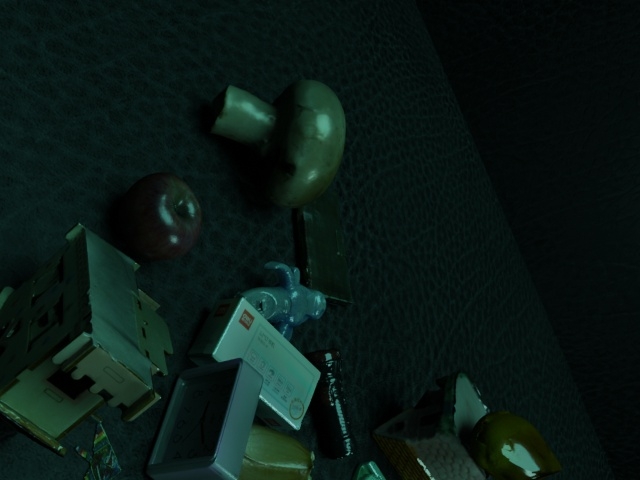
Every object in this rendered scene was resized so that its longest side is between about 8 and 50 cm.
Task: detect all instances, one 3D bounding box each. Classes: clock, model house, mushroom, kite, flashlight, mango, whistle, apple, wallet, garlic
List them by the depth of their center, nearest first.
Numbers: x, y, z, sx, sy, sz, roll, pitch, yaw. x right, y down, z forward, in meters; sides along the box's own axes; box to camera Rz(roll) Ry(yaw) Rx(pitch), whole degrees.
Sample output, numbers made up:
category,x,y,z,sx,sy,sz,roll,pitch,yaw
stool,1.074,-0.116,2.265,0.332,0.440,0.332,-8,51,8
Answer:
category,x,y,z,sx,sy,sz,roll,pitch,yaw
model house,-0.336,0.154,0.900,0.169,0.244,0.326,52,2,-33
kite,-0.327,0.327,1.029,0.090,0.004,0.122,46,38,-37
clock,-0.186,0.296,1.133,0.063,0.150,0.197,52,35,-34
apple,-0.278,-0.037,1.211,0.153,0.120,0.153,43,38,-47
garlic,-0.119,0.389,1.234,0.206,0.128,0.115,30,90,-40
whistle,-0.081,0.133,1.456,0.269,0.093,0.180,2,97,-57
flashlight,0.021,0.351,1.503,0.093,0.093,0.232,0,76,-58
mushroom,-0.100,-0.218,1.527,0.290,0.292,0.292,10,59,-20
clock,0.106,0.569,1.552,0.101,0.041,0.135,59,32,-18
mango,0.416,0.464,1.556,0.236,0.136,0.166,19,39,-51
model house,0.267,0.455,1.695,0.202,0.237,0.237,53,30,-24
wallet,-0.001,0.000,1.713,0.169,0.044,0.317,22,53,-47

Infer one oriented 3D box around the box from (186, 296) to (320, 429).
category,x,y,z,sx,sy,sz,roll,pitch,yaw
box,-0.118,0.239,1.321,0.269,0.079,0.135,48,50,-31
